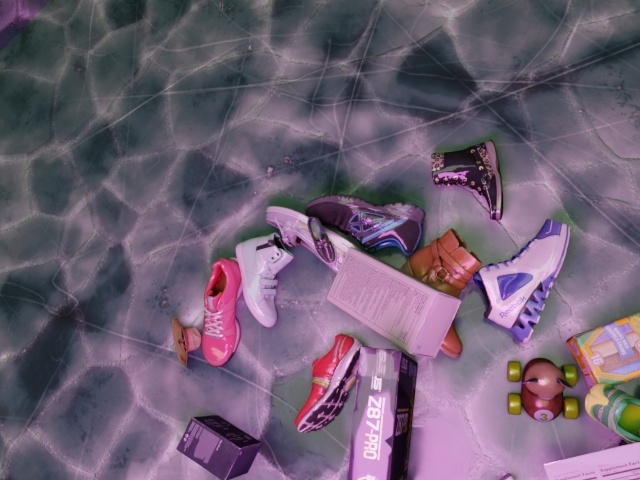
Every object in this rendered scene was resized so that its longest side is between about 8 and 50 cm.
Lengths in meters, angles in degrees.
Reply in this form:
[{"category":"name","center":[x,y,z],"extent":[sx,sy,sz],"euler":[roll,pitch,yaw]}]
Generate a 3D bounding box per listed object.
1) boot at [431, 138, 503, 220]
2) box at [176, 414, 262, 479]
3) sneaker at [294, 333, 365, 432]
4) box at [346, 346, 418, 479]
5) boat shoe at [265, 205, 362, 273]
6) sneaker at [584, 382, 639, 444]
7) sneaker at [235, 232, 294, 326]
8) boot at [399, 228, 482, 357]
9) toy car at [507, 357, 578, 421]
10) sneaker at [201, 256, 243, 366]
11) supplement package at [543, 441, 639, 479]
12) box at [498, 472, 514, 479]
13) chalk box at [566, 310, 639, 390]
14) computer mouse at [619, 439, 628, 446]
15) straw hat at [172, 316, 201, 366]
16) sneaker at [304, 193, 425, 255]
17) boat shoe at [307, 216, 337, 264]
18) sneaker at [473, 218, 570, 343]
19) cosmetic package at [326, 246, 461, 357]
[{"category":"boot","center":[0.397,-0.154,1.502],"extent":[0.178,0.085,0.237],"euler":[-7,66,15]},{"category":"box","center":[-0.261,0.535,1.440],"extent":[0.158,0.156,0.093],"euler":[24,82,20]},{"category":"sneaker","center":[0.014,0.373,1.460],"extent":[0.118,0.107,0.279],"euler":[28,80,39]},{"category":"box","center":[0.146,0.416,1.238],"extent":[0.097,0.395,0.319],"euler":[2,74,15]},{"category":"boat shoe","center":[-0.031,0.003,1.557],"extent":[0.320,0.118,0.103],"euler":[30,81,13]},{"category":"sneaker","center":[0.697,0.407,1.163],"extent":[0.295,0.123,0.110],"euler":[27,91,-8]},{"category":"sneaker","center":[-0.137,0.104,1.539],"extent":[0.151,0.094,0.256],"euler":[-22,80,23]},{"category":"boot","center":[0.329,0.129,1.403],"extent":[0.220,0.109,0.284],"euler":[-43,54,21]},{"category":"toy car","center":[0.515,0.340,1.269],"extent":[0.154,0.188,0.149],"euler":[0,74,15]},{"category":"sneaker","center":[-0.292,0.195,1.551],"extent":[0.115,0.136,0.314],"euler":[5,82,17]},{"category":"supplement package","center":[0.608,0.584,1.121],"extent":[0.197,0.199,0.263],"euler":[-22,52,17]},{"category":"box","center":[0.507,0.684,1.239],"extent":[0.063,0.067,0.324],"euler":[-38,69,3]},{"category":"chalk box","center":[0.706,0.250,1.275],"extent":[0.212,0.132,0.132],"euler":[-22,70,9]},{"category":"computer mouse","center":[0.758,0.415,1.263],"extent":[0.105,0.042,0.193],"euler":[16,85,23]},{"category":"straw hat","center":[-0.377,0.284,1.592],"extent":[0.061,0.144,0.145],"euler":[-9,67,-28]},{"category":"sneaker","center":[0.111,-0.044,1.526],"extent":[0.340,0.125,0.140],"euler":[7,81,19]},{"category":"boat shoe","center":[0.000,0.000,1.478],"extent":[0.049,0.040,0.142],"euler":[-27,80,2]},{"category":"sneaker","center":[0.489,0.078,1.386],"extent":[0.182,0.127,0.316],"euler":[22,83,18]},{"category":"cosmetic package","center":[0.173,0.148,1.383],"extent":[0.309,0.113,0.160],"euler":[29,96,45]}]
